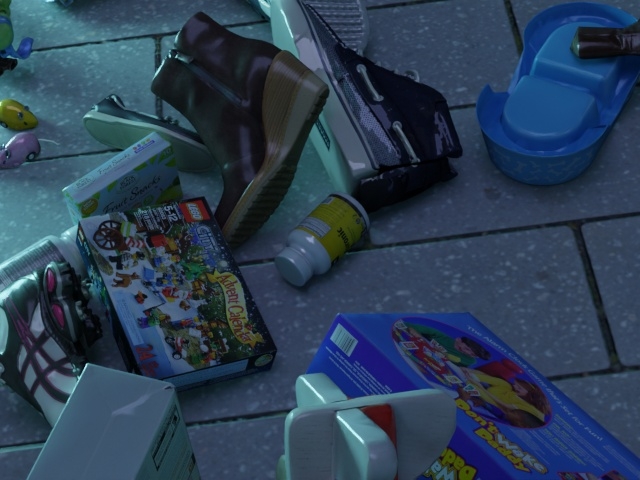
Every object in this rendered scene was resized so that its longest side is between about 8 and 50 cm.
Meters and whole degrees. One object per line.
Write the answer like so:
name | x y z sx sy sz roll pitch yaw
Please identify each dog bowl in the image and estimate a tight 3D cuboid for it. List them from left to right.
dog bowl | 0.311 -0.187 1.745 0.166 0.074 0.297 21 55 22

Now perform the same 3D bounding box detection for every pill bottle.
pill bottle | -0.329 0.042 1.614 0.137 0.078 0.078 -32 54 -19
pill bottle | 0.000 0.000 1.624 0.065 0.065 0.116 31 60 28

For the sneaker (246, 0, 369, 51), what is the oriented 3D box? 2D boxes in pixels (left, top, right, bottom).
sneaker | -0.042 -0.363 1.914 0.126 0.127 0.321 -31 78 -12

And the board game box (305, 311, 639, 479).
board game box | 0.182 0.202 1.336 0.233 0.078 0.347 3 32 -50

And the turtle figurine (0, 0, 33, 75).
turtle figurine | -0.528 -0.365 1.884 0.266 0.274 0.198 24 86 51

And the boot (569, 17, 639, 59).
boot | 0.375 -0.272 1.742 0.114 0.037 0.106 -2 46 10

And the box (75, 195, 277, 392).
box | -0.167 0.061 1.556 0.159 0.044 0.233 -13 56 -24

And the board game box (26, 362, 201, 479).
board game box | -0.187 0.293 1.234 0.097 0.303 0.224 11 51 16

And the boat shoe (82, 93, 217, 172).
boat shoe | -0.212 -0.146 1.767 0.206 0.075 0.065 17 56 26

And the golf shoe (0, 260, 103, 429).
golf shoe | -0.291 0.158 1.493 0.120 0.105 0.273 -20 59 2

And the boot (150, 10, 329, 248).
boot | -0.124 -0.136 1.678 0.206 0.090 0.248 29 92 18

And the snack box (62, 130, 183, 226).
snack box | -0.241 -0.058 1.676 0.141 0.100 0.037 -36 55 -22

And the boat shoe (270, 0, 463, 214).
boat shoe | 0.057 -0.189 1.744 0.158 0.127 0.341 -16 63 -14

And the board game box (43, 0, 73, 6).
board game box | -0.342 -0.406 2.009 0.168 0.033 0.133 -35 35 14

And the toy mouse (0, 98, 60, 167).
toy mouse | -0.430 -0.134 1.807 0.161 0.031 0.143 21 55 22

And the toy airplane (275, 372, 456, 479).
toy airplane | 0.049 0.306 1.174 0.272 0.384 0.386 17 52 -21
